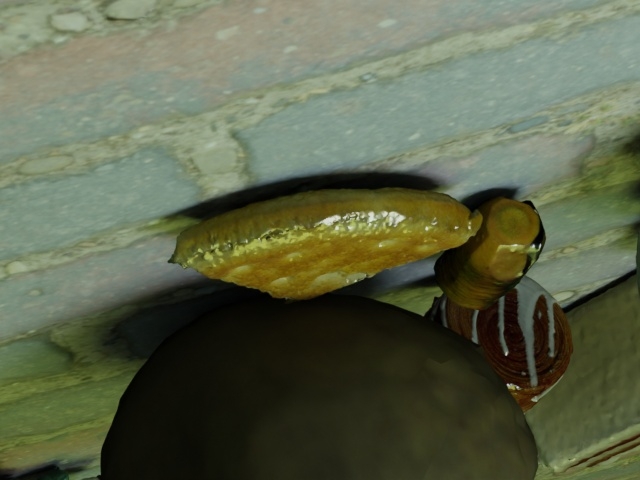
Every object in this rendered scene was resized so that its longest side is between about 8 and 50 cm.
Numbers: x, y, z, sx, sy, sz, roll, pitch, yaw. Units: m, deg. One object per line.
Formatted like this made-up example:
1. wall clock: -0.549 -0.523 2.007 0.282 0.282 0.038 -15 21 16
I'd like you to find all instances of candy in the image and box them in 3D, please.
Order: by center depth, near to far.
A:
1. candy: 0.379 0.152 1.982 0.135 0.179 0.320 1 155 -41

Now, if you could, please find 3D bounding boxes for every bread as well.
1. bread: 0.185 0.103 1.728 0.160 0.160 0.073 -7 151 -23

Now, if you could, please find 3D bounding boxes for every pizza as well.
1. pizza: 0.000 0.000 1.452 0.292 0.058 0.197 -7 160 -18

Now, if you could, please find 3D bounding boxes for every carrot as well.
1. carrot: 0.162 0.015 1.584 0.082 0.082 0.173 -10 159 -17

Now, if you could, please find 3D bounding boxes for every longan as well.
1. longan: -0.012 0.253 1.580 0.435 0.404 0.404 2 168 22

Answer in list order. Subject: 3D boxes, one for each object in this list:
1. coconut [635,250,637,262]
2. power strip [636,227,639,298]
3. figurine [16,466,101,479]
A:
1. coconut: 0.390 0.027 1.746 0.124 0.110 0.110 -3 158 -40
2. power strip: 0.456 0.025 1.474 0.357 0.357 0.161 -6 158 -26
3. figurine: -0.384 0.340 2.034 0.245 0.110 0.138 -9 150 -28
